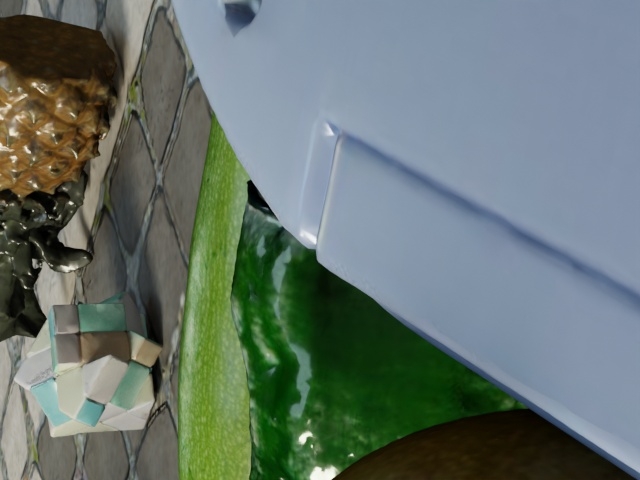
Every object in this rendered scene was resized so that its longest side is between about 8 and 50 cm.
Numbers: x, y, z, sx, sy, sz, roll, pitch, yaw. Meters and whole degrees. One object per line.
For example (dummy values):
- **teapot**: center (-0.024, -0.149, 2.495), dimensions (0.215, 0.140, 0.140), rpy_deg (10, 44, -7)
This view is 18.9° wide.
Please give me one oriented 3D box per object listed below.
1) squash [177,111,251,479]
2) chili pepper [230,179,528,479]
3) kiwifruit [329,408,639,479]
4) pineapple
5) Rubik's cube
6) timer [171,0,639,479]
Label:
- **squash**: center (0.000, 0.000, 0.797), dimensions (0.107, 0.107, 0.395), rpy_deg (-140, 53, -61)
- **chili pepper**: center (0.021, 0.120, 0.729), dimensions (0.099, 0.136, 0.270), rpy_deg (-83, 1, -75)
- **kiwifruit**: center (0.064, 0.144, 0.485), dimensions (0.234, 0.196, 0.196), rpy_deg (53, -170, -46)
- **pineapple**: center (-0.202, -0.029, 1.251), dimensions (0.111, 0.119, 0.237), rpy_deg (-100, 20, -55)
- **Rubik's cube**: center (-0.136, 0.075, 1.145), dimensions (0.075, 0.084, 0.073), rpy_deg (62, 152, 19)
- **timer**: center (0.101, -0.151, 0.455), dimensions (0.395, 0.173, 0.395), rpy_deg (8, 100, 54)
